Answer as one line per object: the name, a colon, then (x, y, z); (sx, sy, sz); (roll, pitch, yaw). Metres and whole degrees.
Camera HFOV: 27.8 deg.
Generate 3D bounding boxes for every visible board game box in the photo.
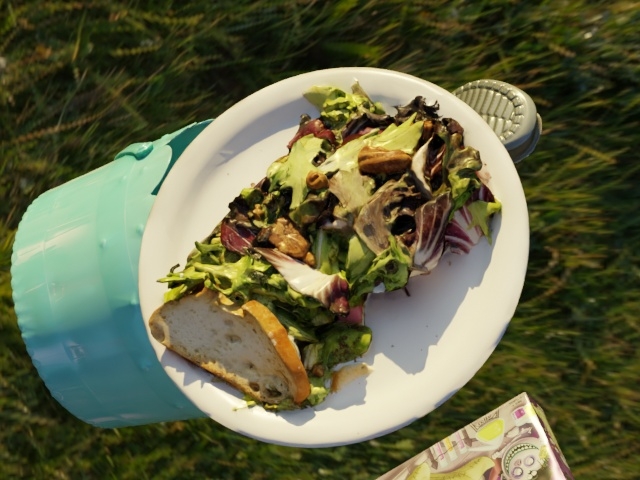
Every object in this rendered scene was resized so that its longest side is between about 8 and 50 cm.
board game box: (0.087, 0.311, 1.203); (0.347, 0.208, 0.056); (-33, 138, 12)

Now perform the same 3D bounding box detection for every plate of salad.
plate of salad: (0.000, 0.000, 0.628); (0.200, 0.048, 0.199); (-7, 66, 16)

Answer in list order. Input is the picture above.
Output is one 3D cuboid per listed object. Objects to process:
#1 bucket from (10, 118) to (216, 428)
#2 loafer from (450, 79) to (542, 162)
bucket: (-0.138, 0.040, 1.200); (0.183, 0.281, 0.281); (-15, 93, 24)
loafer: (0.154, -0.105, 1.385); (0.087, 0.251, 0.094); (29, 73, -28)
